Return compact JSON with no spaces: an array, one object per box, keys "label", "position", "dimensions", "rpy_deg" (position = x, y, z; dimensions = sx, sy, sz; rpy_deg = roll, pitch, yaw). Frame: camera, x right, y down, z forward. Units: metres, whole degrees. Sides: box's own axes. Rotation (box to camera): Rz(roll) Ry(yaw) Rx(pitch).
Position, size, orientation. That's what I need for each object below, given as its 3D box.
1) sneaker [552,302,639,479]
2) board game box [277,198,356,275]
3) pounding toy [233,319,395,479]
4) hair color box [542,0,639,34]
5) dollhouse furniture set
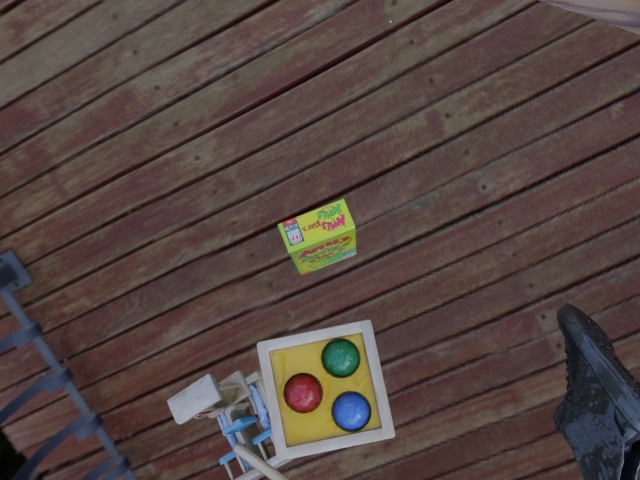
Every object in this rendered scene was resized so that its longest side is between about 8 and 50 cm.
[{"label":"sneaker","position":[0.234,0.139,0.627],"dimensions":[0.051,0.170,0.089],"rpy_deg":[24,117,-33]},{"label":"board game box","position":[0.000,0.000,0.995],"dimensions":[0.092,0.181,0.043],"rpy_deg":[-21,78,-1]},{"label":"pounding toy","position":[-0.013,0.208,0.777],"dimensions":[0.181,0.094,0.205],"rpy_deg":[-11,77,-1]},{"label":"hair color box","position":[0.241,-0.186,0.431],"dimensions":[0.185,0.339,0.110],"rpy_deg":[21,107,43]},{"label":"dollhouse furniture set","position":[-0.126,0.268,0.982],"dimensions":[0.129,0.184,0.129],"rpy_deg":[-35,70,16]}]
